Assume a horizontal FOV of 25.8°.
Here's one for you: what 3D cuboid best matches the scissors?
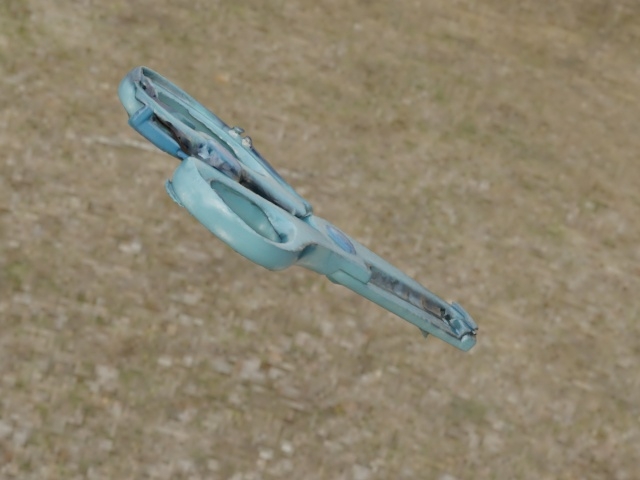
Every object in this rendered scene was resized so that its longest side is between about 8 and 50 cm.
[{"bbox_3d":[0.000,0.000,1.011,0.393,0.032,0.180,33,20,-44],"label":"scissors"}]
